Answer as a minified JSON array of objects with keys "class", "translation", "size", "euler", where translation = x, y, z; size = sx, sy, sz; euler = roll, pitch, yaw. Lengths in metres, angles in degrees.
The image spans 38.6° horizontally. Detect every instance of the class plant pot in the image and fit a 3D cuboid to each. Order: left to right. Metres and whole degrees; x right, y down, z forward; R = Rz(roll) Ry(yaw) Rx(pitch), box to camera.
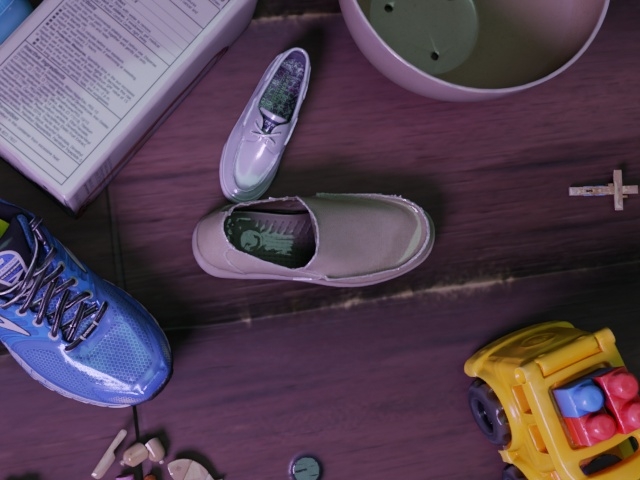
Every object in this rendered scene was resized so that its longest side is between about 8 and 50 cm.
[{"class":"plant pot","translation":[0.138,-0.269,0.989],"size":[0.284,0.191,0.284],"euler":[2,82,-12]}]

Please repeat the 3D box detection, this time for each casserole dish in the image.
[{"class":"casserole dish","translation":[-0.355,-0.185,0.928],"size":[0.188,0.114,0.037],"euler":[-52,122,-13]}]

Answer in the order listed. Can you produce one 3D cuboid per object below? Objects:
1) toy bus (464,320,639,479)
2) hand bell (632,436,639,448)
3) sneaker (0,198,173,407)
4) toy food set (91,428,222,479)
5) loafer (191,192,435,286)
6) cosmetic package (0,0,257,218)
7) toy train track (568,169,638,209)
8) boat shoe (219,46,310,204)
[{"class":"toy bus","translation":[0.274,0.198,0.945],"size":[0.149,0.211,0.220],"euler":[-21,89,-15]},{"class":"hand bell","translation":[0.400,0.335,1.019],"size":[0.126,0.126,0.242],"euler":[-18,75,-13]},{"class":"sneaker","translation":[-0.287,0.051,0.885],"size":[0.330,0.147,0.130],"euler":[37,77,-5]},{"class":"toy food set","translation":[-0.171,0.249,0.948],"size":[0.122,0.019,0.078],"euler":[36,78,-13]},{"class":"loafer","translation":[0.000,0.000,0.976],"size":[0.268,0.092,0.102],"euler":[-5,83,-12]},{"class":"cosmetic package","translation":[-0.214,-0.185,0.941],"size":[0.153,0.129,0.296],"euler":[41,78,-3]},{"class":"toy train track","translation":[0.336,-0.059,1.092],"size":[0.083,0.014,0.048],"euler":[-2,90,-6]},{"class":"boat shoe","translation":[-0.055,-0.127,0.997],"size":[0.066,0.063,0.184],"euler":[29,78,-6]}]
